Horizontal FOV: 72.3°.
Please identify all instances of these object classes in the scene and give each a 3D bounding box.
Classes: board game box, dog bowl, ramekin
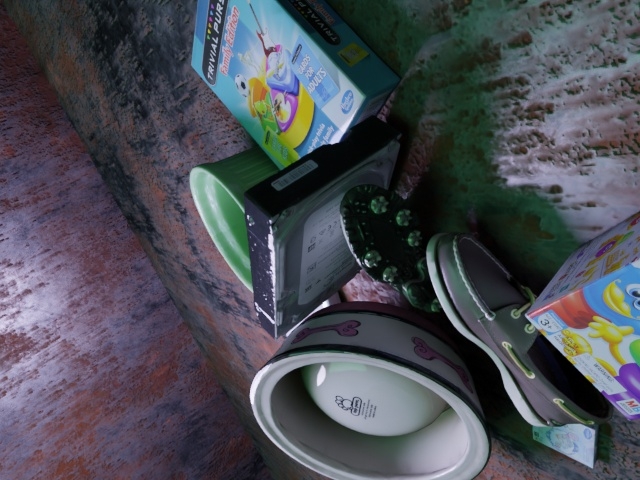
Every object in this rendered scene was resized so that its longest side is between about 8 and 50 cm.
[{"bbox_3d":[0.342,0.028,0.358,0.142,0.144,0.275,48,149,11],"label":"board game box"},{"bbox_3d":[0.089,0.281,0.793,0.408,0.150,0.407,9,128,12],"label":"dog bowl"},{"bbox_3d":[-0.066,-0.266,0.690,0.336,0.079,0.254,49,148,9],"label":"board game box"},{"bbox_3d":[0.377,0.295,0.678,0.090,0.020,0.090,17,132,46],"label":"board game box"},{"bbox_3d":[-0.114,-0.040,0.874,0.303,0.148,0.303,42,151,29],"label":"ramekin"}]

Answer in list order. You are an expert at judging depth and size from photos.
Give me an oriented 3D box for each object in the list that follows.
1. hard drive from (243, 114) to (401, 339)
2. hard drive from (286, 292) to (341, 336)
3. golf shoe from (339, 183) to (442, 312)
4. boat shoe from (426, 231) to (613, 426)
[{"bbox_3d":[0.000,0.000,0.680,0.064,0.237,0.339,42,150,22],"label":"hard drive"},{"bbox_3d":[0.002,0.282,1.087,0.233,0.047,0.353,1,110,53],"label":"hard drive"},{"bbox_3d":[0.095,0.014,0.643,0.273,0.105,0.120,45,172,-39],"label":"golf shoe"},{"bbox_3d":[0.263,0.115,0.580,0.324,0.116,0.097,55,144,-7],"label":"boat shoe"}]
